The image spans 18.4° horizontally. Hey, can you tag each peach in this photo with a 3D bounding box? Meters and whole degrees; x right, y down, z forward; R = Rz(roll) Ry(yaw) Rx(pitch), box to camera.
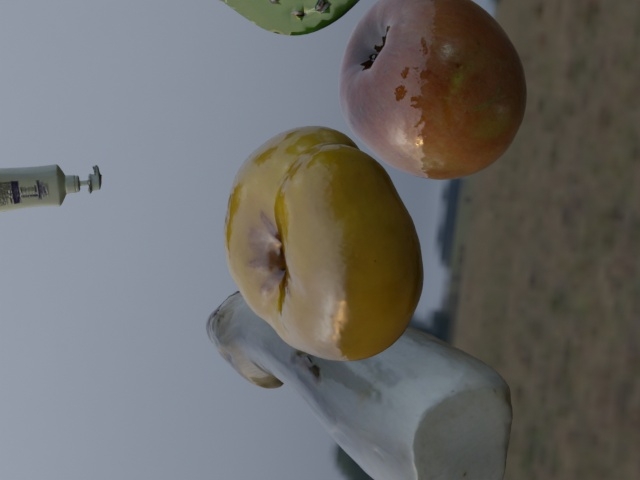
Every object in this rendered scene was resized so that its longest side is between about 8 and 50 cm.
[{"bbox_3d":[0.000,0.000,1.433,0.179,0.103,0.179,38,139,43],"label":"peach"}]

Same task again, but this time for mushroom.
[{"bbox_3d":[0.021,0.123,1.855,0.397,0.126,0.177,37,142,44],"label":"mushroom"}]

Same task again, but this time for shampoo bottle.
[{"bbox_3d":[-0.285,-0.051,1.947,0.034,0.141,0.049,-100,6,-73],"label":"shampoo bottle"}]

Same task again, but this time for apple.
[{"bbox_3d":[0.147,-0.199,2.539,0.253,0.253,0.253,7,-90,-86],"label":"apple"}]

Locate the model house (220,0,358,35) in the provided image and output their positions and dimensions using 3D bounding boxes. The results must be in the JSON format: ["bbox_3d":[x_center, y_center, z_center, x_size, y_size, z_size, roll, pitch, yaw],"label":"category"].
[{"bbox_3d":[-0.012,-0.315,1.388,0.294,0.207,0.154,-56,14,32],"label":"model house"}]
